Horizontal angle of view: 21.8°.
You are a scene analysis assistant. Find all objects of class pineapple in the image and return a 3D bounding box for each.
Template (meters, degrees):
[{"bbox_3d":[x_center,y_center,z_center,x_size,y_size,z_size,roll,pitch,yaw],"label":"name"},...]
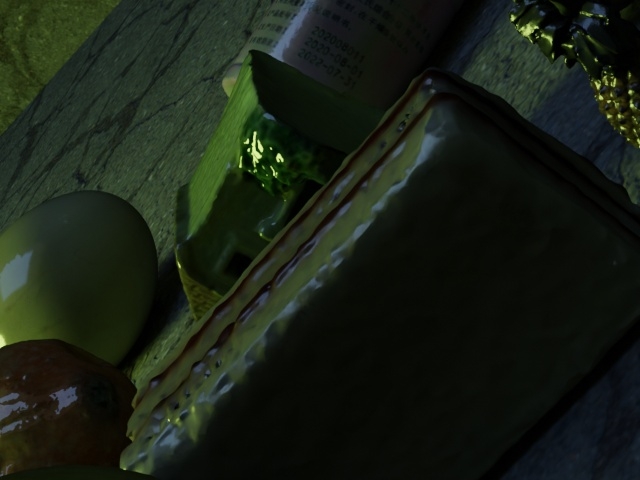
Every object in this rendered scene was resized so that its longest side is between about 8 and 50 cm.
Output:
[{"bbox_3d":[0.182,-0.123,1.051,0.074,0.159,0.074,-44,19,19],"label":"pineapple"}]

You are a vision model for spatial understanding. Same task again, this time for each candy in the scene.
[{"bbox_3d":[0.041,0.064,1.030,0.320,0.179,0.135,-47,18,17],"label":"candy"}]

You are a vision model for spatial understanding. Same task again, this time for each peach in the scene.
[{"bbox_3d":[-0.245,0.184,1.448,0.232,0.232,0.232,-46,20,22],"label":"peach"}]

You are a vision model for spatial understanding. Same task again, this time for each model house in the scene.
[{"bbox_3d":[0.000,0.000,1.231,0.189,0.214,0.195,-59,18,18],"label":"model house"}]

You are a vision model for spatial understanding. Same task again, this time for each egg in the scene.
[{"bbox_3d":[-0.272,0.054,1.781,0.241,0.186,0.186,-58,19,-24],"label":"egg"}]

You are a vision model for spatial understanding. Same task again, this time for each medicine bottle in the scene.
[{"bbox_3d":[0.037,-0.210,1.562,0.254,0.152,0.152,-57,19,-10],"label":"medicine bottle"}]

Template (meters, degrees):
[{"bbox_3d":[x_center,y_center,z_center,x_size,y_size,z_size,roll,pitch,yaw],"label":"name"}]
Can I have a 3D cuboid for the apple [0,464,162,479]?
[{"bbox_3d":[-0.137,0.265,0.914,0.292,0.292,0.254,-50,35,11],"label":"apple"}]

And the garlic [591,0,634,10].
[{"bbox_3d":[0.184,-0.259,1.308,0.160,0.191,0.214,107,178,-67],"label":"garlic"}]
